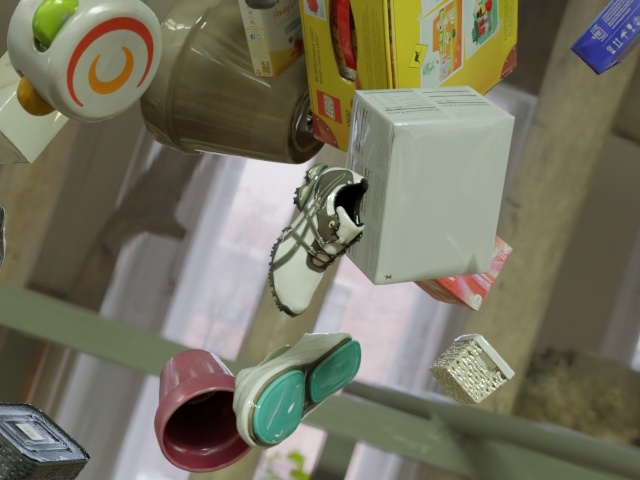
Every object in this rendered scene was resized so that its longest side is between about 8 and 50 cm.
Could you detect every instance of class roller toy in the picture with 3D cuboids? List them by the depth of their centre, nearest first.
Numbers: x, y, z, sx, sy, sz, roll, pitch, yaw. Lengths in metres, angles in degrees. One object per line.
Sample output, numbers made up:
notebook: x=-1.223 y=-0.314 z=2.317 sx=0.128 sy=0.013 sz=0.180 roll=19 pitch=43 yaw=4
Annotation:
roller toy: x=-0.333 y=-0.275 z=1.791 sx=0.191 sy=0.209 sz=0.146 roll=-24 pitch=48 yaw=-35

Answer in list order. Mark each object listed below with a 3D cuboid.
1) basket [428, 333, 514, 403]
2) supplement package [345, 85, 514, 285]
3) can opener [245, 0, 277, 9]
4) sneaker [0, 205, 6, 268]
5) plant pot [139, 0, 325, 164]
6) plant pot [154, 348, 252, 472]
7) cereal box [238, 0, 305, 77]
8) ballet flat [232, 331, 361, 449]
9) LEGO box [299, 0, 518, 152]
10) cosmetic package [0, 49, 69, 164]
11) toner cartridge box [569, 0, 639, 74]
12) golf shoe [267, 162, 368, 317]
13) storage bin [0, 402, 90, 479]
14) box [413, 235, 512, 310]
basket: x=0.305 y=0.267 z=2.608 sx=0.113 sy=0.103 sz=0.167 roll=48 pitch=-10 yaw=-1
supplement package: x=0.156 y=-0.086 z=1.939 sx=0.204 sy=0.261 sz=0.145 roll=-6 pitch=28 yaw=-23
can opener: x=-0.071 y=-0.451 z=1.801 sx=0.095 sy=0.283 sz=0.076 roll=-1 pitch=-31 yaw=-12
sneaker: x=-0.479 y=-0.011 z=1.733 sx=0.125 sy=0.139 sz=0.341 roll=16 pitch=5 yaw=-27
plant pot: x=-0.124 y=-0.277 z=2.342 sx=0.280 sy=0.323 sz=0.323 roll=24 pitch=-2 yaw=24
plant pot: x=-0.228 y=0.309 z=2.435 sx=0.201 sy=0.201 sz=0.180 roll=21 pitch=22 yaw=-30
cereal box: x=-0.073 y=-0.412 z=2.109 sx=0.047 sy=0.240 sz=0.173 roll=7 pitch=35 yaw=30
ballet flat: x=-0.067 y=0.246 z=2.161 sx=0.139 sy=0.139 sz=0.400 roll=16 pitch=20 yaw=23
LEGO box: x=0.152 y=-0.427 z=2.112 sx=0.193 sy=0.372 sz=0.500 roll=27 pitch=-39 yaw=31
cosmetic package: x=-0.481 y=-0.279 z=2.209 sx=0.160 sy=0.309 sz=0.113 roll=4 pitch=-39 yaw=46
toner cartridge box: x=0.586 y=-0.444 z=2.186 sx=0.075 sy=0.348 sz=0.165 roll=44 pitch=29 yaw=8
golf shoe: x=0.000 y=0.000 z=1.563 sx=0.094 sy=0.198 sz=0.077 roll=7 pitch=-12 yaw=44
storage bin: x=-0.393 y=0.277 z=1.640 sx=0.122 sy=0.084 sz=0.180 roll=38 pitch=2 yaw=16
box: x=0.206 y=-0.010 z=2.475 sx=0.300 sy=0.154 sz=0.142 roll=37 pitch=-12 yaw=-28
